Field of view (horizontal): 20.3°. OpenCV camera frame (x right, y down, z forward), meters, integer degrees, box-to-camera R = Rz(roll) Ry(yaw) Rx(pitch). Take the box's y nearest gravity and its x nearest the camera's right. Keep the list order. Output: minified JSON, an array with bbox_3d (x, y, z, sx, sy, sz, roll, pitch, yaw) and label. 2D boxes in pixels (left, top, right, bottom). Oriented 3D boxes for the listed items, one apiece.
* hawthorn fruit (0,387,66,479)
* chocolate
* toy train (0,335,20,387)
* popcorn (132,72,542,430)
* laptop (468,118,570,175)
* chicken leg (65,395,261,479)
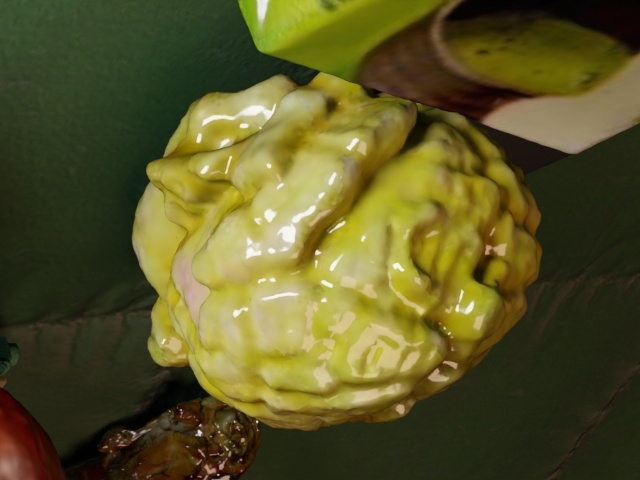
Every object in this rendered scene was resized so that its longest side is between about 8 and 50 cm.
[{"bbox_3d":[-0.267,0.166,0.980,0.369,0.285,0.285,-62,149,-13],"label":"hawthorn fruit"},{"bbox_3d":[0.136,-0.170,0.910,0.301,0.137,0.289,11,152,-44],"label":"chocolate"},{"bbox_3d":[-0.244,0.078,1.127,0.103,0.044,0.064,5,144,-42],"label":"toy train"},{"bbox_3d":[0.000,0.000,1.066,0.259,0.259,0.212,-22,122,-11],"label":"popcorn"},{"bbox_3d":[0.123,-0.095,1.195,0.129,0.016,0.180,-23,147,-10],"label":"laptop"},{"bbox_3d":[-0.130,0.159,1.309,0.178,0.070,0.093,-16,140,-2],"label":"chicken leg"}]
